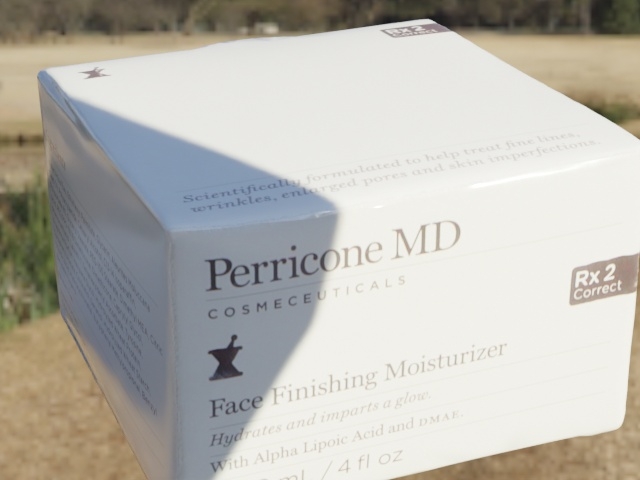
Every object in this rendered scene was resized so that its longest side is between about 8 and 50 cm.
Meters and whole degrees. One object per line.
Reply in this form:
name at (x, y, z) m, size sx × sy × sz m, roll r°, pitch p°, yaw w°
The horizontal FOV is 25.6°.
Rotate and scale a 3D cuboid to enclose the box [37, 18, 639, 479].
box at (0.000, 0.000, 0.548) m, size 0.180 × 0.119 × 0.182 m, roll -10°, pitch 26°, yaw -20°
